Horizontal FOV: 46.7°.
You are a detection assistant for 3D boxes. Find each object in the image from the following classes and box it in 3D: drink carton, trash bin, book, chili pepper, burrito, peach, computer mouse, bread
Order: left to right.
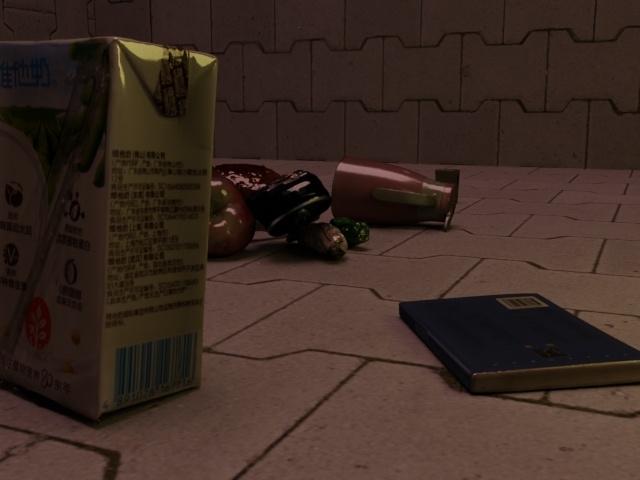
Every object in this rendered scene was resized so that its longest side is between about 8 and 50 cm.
[{"bbox_3d":[-0.211,-0.017,0.699,0.194,0.324,0.132,10,10,35],"label":"drink carton"},{"bbox_3d":[-0.188,-0.040,1.347,0.152,0.152,0.152,0,10,0],"label":"peach"},{"bbox_3d":[-0.188,-0.107,1.692,0.247,0.135,0.232,-6,12,-32],"label":"bread"},{"bbox_3d":[-0.057,-0.063,1.354,0.137,0.096,0.233,-30,14,-5],"label":"computer mouse"},{"bbox_3d":[-0.002,-0.002,1.357,0.058,0.063,0.229,-46,17,-14],"label":"burrito"},{"bbox_3d":[0.053,-0.019,1.450,0.073,0.050,0.182,-8,8,-1],"label":"chili pepper"},{"bbox_3d":[0.347,-0.149,2.033,0.061,0.092,0.043,5,12,25],"label":"trash bin"},{"bbox_3d":[0.212,0.106,0.828,0.191,0.025,0.269,-3,11,-9],"label":"book"}]

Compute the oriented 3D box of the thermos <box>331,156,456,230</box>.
[{"bbox_3d":[0.165,-0.098,1.639,0.265,0.145,0.176,10,7,20],"label":"thermos"}]

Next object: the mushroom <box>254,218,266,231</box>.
[{"bbox_3d":[-0.108,-0.025,1.510,0.187,0.061,0.060,6,18,-37],"label":"mushroom"}]
